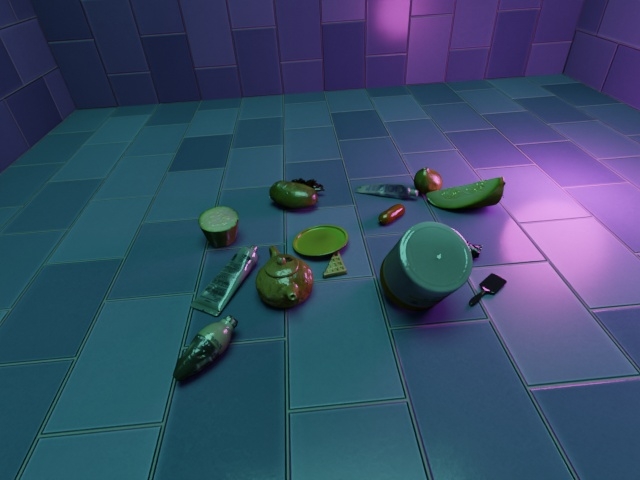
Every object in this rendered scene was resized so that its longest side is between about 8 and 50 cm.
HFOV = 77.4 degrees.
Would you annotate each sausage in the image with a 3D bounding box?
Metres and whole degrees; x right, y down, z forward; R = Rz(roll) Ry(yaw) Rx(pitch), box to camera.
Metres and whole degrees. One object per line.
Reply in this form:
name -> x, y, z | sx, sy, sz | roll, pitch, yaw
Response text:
sausage -> 0.321, -0.120, 1.777 | 0.183, 0.054, 0.062 | -29, 72, -33

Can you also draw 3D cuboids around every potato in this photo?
potato -> -0.126, -0.212, 1.889 | 0.251, 0.113, 0.149 | 16, 38, 13

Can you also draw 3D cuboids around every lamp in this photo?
lamp -> -0.347, 0.324, 1.216 | 0.101, 0.101, 0.250 | 22, 52, 29

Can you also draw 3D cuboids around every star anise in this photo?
star anise -> -0.050, -0.274, 1.984 | 0.157, 0.053, 0.212 | 15, -2, -21

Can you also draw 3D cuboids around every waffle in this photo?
waffle -> 0.041, 0.084, 1.556 | 0.098, 0.023, 0.152 | -8, 39, -9

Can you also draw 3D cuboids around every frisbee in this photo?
frisbee -> 0.000, 0.000, 1.655 | 0.236, 0.017, 0.236 | -7, 33, 5

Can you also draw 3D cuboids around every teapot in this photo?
teapot -> -0.134, 0.115, 1.414 | 0.204, 0.167, 0.311 | -14, 38, -13

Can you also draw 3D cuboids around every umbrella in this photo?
umbrella -> 0.514, 0.014, 1.583 | 0.236, 0.059, 0.066 | 17, 25, 23

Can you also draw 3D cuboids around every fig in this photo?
fig -> 0.515, -0.282, 1.921 | 0.136, 0.120, 0.153 | 16, 6, 28

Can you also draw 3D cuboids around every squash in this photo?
squash -> 0.642, -0.199, 1.783 | 0.289, 0.203, 0.111 | 0, 77, 0
squash -> -0.423, -0.053, 1.692 | 0.170, 0.122, 0.170 | -2, 37, 1

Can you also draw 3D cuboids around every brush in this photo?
brush -> 0.579, 0.174, 1.401 | 0.193, 0.016, 0.063 | -29, 44, -30

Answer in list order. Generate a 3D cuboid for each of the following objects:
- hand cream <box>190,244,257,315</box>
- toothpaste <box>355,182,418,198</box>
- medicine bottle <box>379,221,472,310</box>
hand cream -> -0.334, 0.138, 1.498 | 0.125, 0.077, 0.340 | 15, 49, 22
toothpaste -> 0.322, -0.242, 1.941 | 0.301, 0.048, 0.075 | 10, 67, 27
medicine bottle -> 0.334, 0.089, 1.294 | 0.238, 0.232, 0.237 | 3, 67, -6
